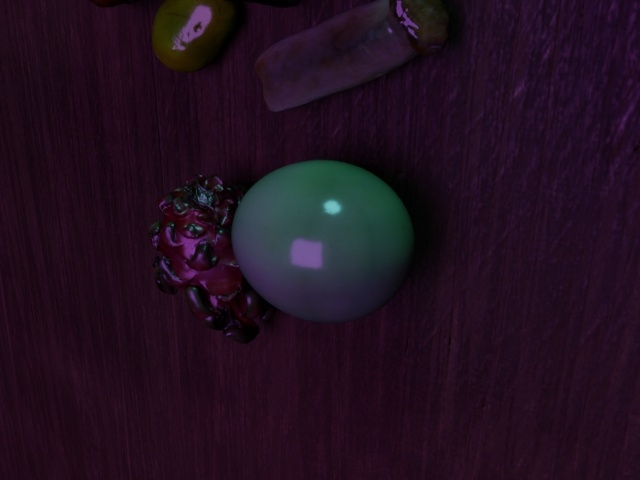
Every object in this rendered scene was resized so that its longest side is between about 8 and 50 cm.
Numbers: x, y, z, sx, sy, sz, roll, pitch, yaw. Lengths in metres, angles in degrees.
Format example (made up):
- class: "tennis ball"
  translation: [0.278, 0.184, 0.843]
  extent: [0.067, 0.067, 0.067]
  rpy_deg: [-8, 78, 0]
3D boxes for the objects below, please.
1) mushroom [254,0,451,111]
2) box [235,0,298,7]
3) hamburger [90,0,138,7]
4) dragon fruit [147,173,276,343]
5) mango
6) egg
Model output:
- class: "mushroom"
  translation: [0.034, -0.254, 0.892]
  extent: [0.312, 0.081, 0.100]
  rpy_deg: [-10, 97, 45]
- class: "box"
  translation: [-0.038, -0.416, 0.819]
  extent: [0.252, 0.188, 0.153]
  rpy_deg: [-24, 89, 39]
- class: "hamburger"
  translation: [-0.347, -0.477, 1.038]
  extent: [0.261, 0.139, 0.243]
  rpy_deg: [21, 153, 54]
- class: "dragon fruit"
  translation: [-0.160, 0.031, 1.086]
  extent: [0.273, 0.218, 0.198]
  rpy_deg: [54, 168, 3]
- class: "mango"
  translation: [-0.198, -0.337, 1.043]
  extent: [0.163, 0.089, 0.117]
  rpy_deg: [-42, 71, 28]
- class: "egg"
  translation: [0.000, 0.000, 0.918]
  extent: [0.269, 0.220, 0.221]
  rpy_deg: [10, 113, 44]
